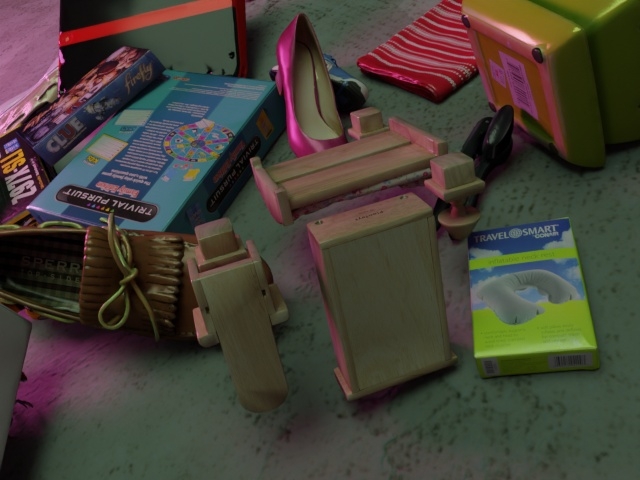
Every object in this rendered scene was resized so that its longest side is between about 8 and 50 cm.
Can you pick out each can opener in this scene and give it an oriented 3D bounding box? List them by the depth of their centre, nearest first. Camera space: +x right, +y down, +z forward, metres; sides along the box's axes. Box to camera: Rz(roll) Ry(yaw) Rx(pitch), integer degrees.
[{"bbox_3d":[0.179,-0.081,0.749,0.059,0.073,0.186,22,70,31],"label":"can opener"}]

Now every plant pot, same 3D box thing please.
[{"bbox_3d":[0.307,-0.234,0.718,0.207,0.228,0.227,-34,43,0],"label":"plant pot"}]

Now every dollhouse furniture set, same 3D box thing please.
[{"bbox_3d":[0.000,0.000,0.703,0.303,0.174,0.355,-17,26,-10],"label":"dollhouse furniture set"}]

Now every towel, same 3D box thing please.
[{"bbox_3d":[0.213,-0.328,0.994,0.274,0.031,0.199,-39,45,-14],"label":"towel"}]

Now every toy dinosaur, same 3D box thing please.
[{"bbox_3d":[-0.376,0.196,0.739,0.047,0.090,0.082,-9,79,4],"label":"toy dinosaur"}]

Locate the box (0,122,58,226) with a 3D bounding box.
[{"bbox_3d":[-0.584,-0.057,1.083,0.257,0.079,0.322,-33,43,-10],"label":"box"}]

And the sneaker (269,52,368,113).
[{"bbox_3d":[0.004,-0.265,0.996,0.081,0.080,0.211,-45,46,-16],"label":"sneaker"}]

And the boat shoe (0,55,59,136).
[{"bbox_3d":[-0.540,-0.291,1.290,0.302,0.109,0.094,-38,58,0],"label":"boat shoe"}]

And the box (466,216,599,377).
[{"bbox_3d":[0.205,0.046,0.620,0.108,0.042,0.178,-9,46,18],"label":"box"}]

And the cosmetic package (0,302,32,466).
[{"bbox_3d":[-0.532,0.213,0.555,0.329,0.327,0.394,-21,49,16],"label":"cosmetic package"}]

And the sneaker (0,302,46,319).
[{"bbox_3d":[-0.356,0.066,0.860,0.225,0.088,0.093,-6,69,19],"label":"sneaker"}]

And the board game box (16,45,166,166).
[{"bbox_3d":[-0.389,-0.234,1.045,0.243,0.042,0.165,-45,36,-13],"label":"board game box"}]

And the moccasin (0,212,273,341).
[{"bbox_3d":[-0.241,0.038,0.719,0.379,0.147,0.139,13,90,12],"label":"moccasin"}]

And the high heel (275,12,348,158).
[{"bbox_3d":[-0.003,-0.197,0.866,0.082,0.117,0.244,-6,59,-20],"label":"high heel"}]

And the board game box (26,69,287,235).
[{"bbox_3d":[-0.237,-0.122,0.954,0.253,0.079,0.336,14,56,27],"label":"board game box"}]

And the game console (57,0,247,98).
[{"bbox_3d":[-0.328,-0.417,1.192,0.386,0.060,0.342,-8,78,14],"label":"game console"}]
